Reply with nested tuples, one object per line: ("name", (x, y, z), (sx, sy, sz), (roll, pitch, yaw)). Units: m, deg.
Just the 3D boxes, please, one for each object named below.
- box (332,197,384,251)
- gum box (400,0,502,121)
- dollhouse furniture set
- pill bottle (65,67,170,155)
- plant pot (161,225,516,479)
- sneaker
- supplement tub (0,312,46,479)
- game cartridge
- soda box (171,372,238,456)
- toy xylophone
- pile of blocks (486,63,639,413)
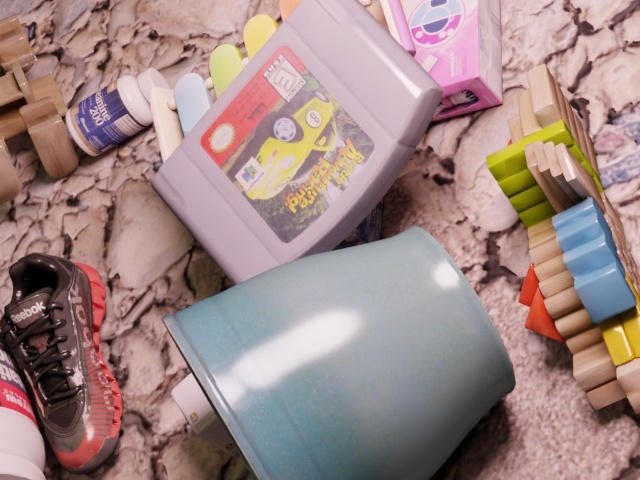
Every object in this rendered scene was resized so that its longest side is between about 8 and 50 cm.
("box", (0.000, 0.000, 1.769), (0.137, 0.027, 0.094), (-9, 59, 29))
("gum box", (0.134, -0.218, 1.780), (0.107, 0.062, 0.188), (-14, 58, 28))
("dollhouse furniture set", (-0.431, -0.122, 2.076), (0.242, 0.161, 0.212), (-24, 51, -7))
("pill bottle", (-0.239, -0.156, 1.985), (0.120, 0.067, 0.067), (-29, 52, 16))
("plant pot", (0.030, 0.125, 1.536), (0.255, 0.271, 0.271), (-30, 50, -6))
("sneaker", (-0.289, 0.127, 1.818), (0.098, 0.135, 0.276), (-25, 55, 17))
("supplement tub", (-0.412, 0.200, 1.818), (0.191, 0.191, 0.272), (-36, 51, 11))
("game cartridge", (-0.022, -0.093, 1.669), (0.196, 0.060, 0.294), (47, 107, 19))
("soda box", (-0.046, 0.119, 1.702), (0.216, 0.074, 0.069), (-43, 50, 5))
("toy xylophone", (-0.023, -0.140, 1.750), (0.323, 0.081, 0.236), (-33, 65, 21))
("pile of blocks", (0.219, 0.005, 1.546), (0.113, 0.149, 0.362), (-27, 54, 18))
